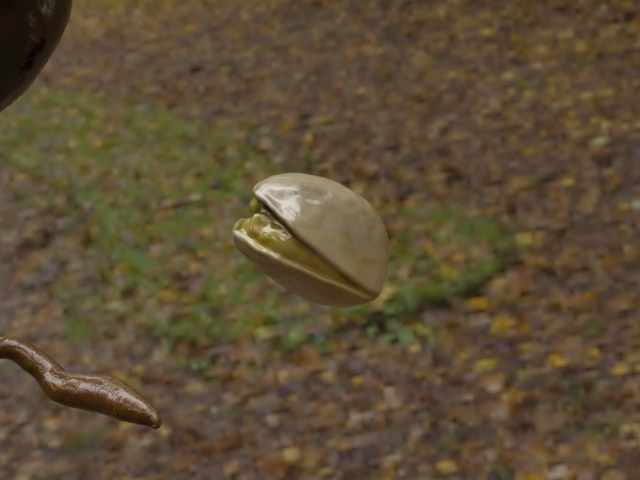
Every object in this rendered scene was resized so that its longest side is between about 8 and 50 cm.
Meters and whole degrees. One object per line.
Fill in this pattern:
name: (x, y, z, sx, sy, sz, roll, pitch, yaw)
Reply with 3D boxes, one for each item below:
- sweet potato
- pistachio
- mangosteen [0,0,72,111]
sweet potato: (-0.212, 0.125, 1.446, 0.179, 0.044, 0.044, 22, 28, 18)
pistachio: (0.000, 0.000, 1.629, 0.145, 0.117, 0.200, 37, 2, 29)
mangosteen: (-0.349, -0.227, 1.437, 0.235, 0.261, 0.235, -34, 38, 31)
